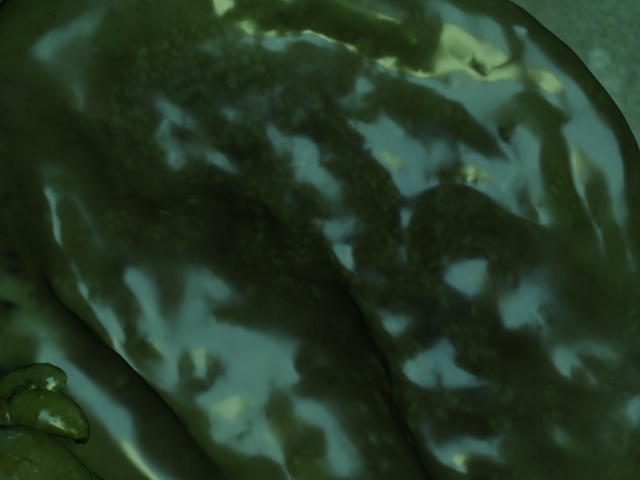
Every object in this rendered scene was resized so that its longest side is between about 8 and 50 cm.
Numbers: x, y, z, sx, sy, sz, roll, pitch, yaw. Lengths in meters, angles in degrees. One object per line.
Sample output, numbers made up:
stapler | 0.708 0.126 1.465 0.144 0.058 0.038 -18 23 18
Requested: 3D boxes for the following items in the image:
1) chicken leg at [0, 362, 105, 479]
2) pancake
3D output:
chicken leg | -0.123 0.076 0.589 0.228 0.103 0.088 45 21 8
pancake | 0.000 0.000 0.701 0.294 0.049 0.294 9 60 -17
